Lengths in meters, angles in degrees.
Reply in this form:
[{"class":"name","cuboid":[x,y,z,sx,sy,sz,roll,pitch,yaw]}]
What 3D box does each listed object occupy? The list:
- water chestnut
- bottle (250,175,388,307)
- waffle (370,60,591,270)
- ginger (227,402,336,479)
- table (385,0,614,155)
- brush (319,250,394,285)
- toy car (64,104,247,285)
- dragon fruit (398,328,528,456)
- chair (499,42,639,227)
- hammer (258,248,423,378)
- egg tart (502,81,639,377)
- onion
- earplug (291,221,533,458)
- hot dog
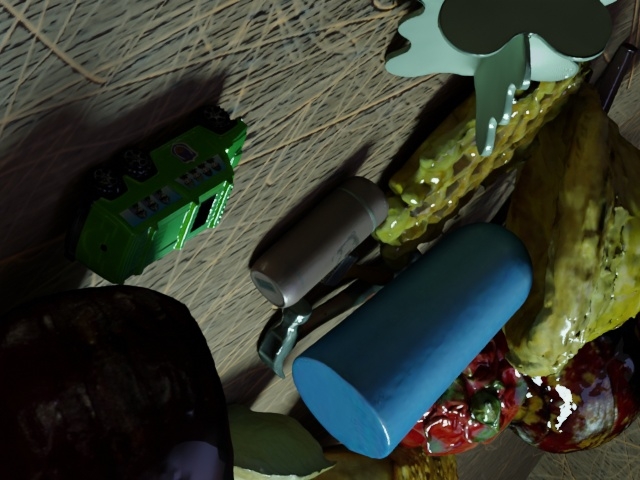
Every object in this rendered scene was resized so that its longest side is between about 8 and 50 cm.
[{"class":"water chestnut","cuboid":[0.314,0.131,2.562,0.244,0.289,0.289,-42,167,18]},{"class":"bottle","cuboid":[0.000,0.000,1.774,0.140,0.053,0.053,-43,164,-23]},{"class":"waffle","cuboid":[0.161,-0.097,1.974,0.301,0.058,0.281,-45,168,-4]},{"class":"ginger","cuboid":[-0.086,0.233,2.005,0.122,0.115,0.193,-43,162,15]},{"class":"table","cuboid":[0.144,-0.172,1.592,0.166,0.166,0.198,-44,172,-17]},{"class":"brush","cuboid":[0.033,0.031,1.961,0.043,0.014,0.170,-51,154,13]},{"class":"toy car","cuboid":[-0.107,-0.032,1.379,0.165,0.062,0.071,-34,159,-43]},{"class":"dragon fruit","cuboid":[0.137,0.154,2.288,0.192,0.193,0.274,-51,-161,-5]},{"class":"chair","cuboid":[0.326,-0.046,2.327,0.175,0.183,0.326,-29,155,-49]},{"class":"hammer","cuboid":[0.028,0.061,2.038,0.288,0.033,0.111,-30,155,-51]},{"class":"egg tart","cuboid":[0.281,-0.008,2.120,0.341,0.129,0.341,-173,-90,-86]},{"class":"onion","cuboid":[-0.177,0.139,1.349,0.206,0.216,0.207,-13,149,-24]},{"class":"earplug","cuboid":[0.110,0.084,2.000,0.273,0.132,0.132,-42,163,-25]},{"class":"hot dog","cuboid":[0.030,0.338,2.363,0.223,0.185,0.405,-9,176,17]}]
